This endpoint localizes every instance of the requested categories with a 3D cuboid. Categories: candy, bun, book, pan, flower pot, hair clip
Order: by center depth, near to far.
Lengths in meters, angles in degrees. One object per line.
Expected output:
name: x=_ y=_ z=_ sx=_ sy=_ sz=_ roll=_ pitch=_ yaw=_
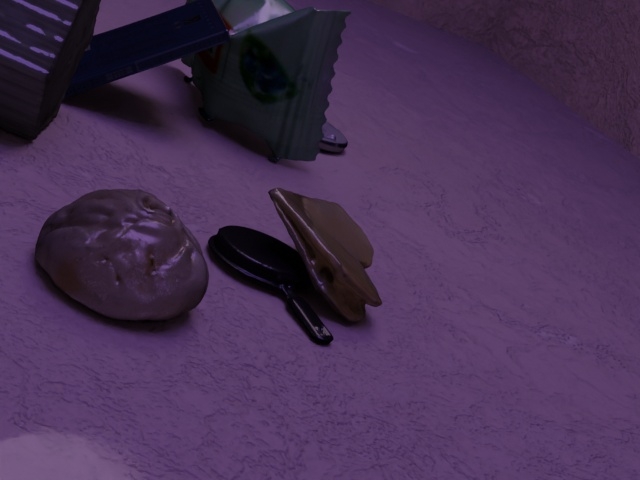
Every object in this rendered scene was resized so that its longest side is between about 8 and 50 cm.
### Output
bun: x=-0.195 y=0.003 z=1.070 sx=0.183 sy=0.102 sz=0.183 roll=19 pitch=21 yaw=-8
pan: x=-0.046 y=0.045 z=1.245 sx=0.136 sy=0.028 sz=0.235 roll=11 pitch=24 yaw=-40
flower pot: x=-0.403 y=-0.267 z=1.339 sx=0.190 sy=0.239 sz=0.209 roll=24 pitch=-11 yaw=-8
book: x=-0.277 y=-0.294 z=1.590 sx=0.269 sy=0.025 sz=0.191 roll=-20 pitch=31 yaw=-4
candy: x=-0.127 y=-0.332 z=1.748 sx=0.172 sy=0.262 sz=0.398 roll=0 pitch=32 yaw=-39
hair clip: x=-0.016 y=-0.215 z=1.905 sx=0.140 sy=0.054 sz=0.220 roll=21 pitch=23 yaw=-26

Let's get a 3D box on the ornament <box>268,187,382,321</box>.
ornament: x=0.000 y=0.000 z=1.298 sx=0.180 sy=0.059 sz=0.201 roll=45 pitch=13 yaw=-20
